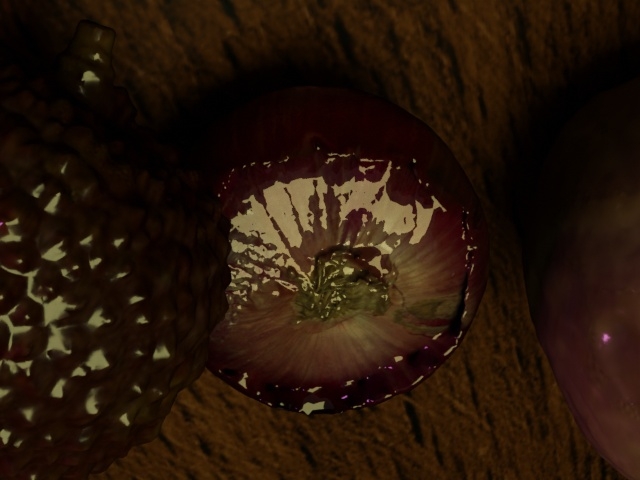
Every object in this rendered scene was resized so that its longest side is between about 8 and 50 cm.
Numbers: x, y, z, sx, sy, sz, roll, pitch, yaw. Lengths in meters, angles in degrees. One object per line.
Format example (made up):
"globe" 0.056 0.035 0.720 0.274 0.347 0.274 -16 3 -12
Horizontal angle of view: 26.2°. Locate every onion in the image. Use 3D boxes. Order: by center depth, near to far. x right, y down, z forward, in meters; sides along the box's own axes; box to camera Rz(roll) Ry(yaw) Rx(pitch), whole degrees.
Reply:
"onion" -0.003 0.006 0.955 0.248 0.161 0.248 -11 121 -19

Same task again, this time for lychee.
"lychee" -0.188 0.016 0.780 0.276 0.276 0.304 23 98 -39

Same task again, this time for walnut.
"walnut" 0.333 0.033 1.013 0.381 0.381 0.381 -15 133 -16
